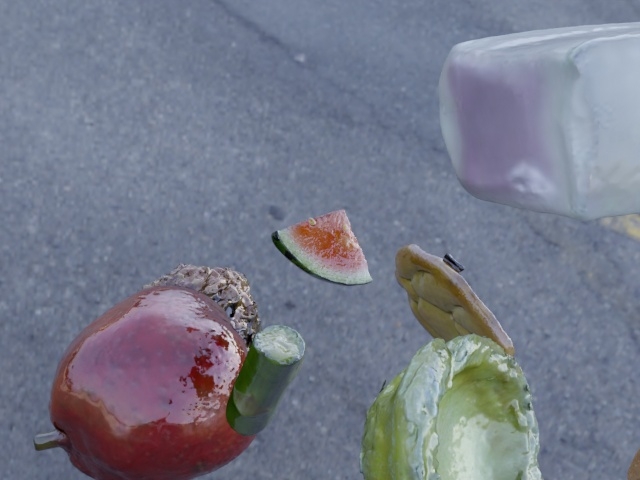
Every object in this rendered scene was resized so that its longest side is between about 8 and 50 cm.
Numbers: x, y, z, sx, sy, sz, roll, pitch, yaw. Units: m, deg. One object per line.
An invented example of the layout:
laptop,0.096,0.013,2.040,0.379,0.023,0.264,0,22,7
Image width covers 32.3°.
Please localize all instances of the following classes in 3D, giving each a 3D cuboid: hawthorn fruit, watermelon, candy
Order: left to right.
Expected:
hawthorn fruit,-0.232,0.203,1.459,0.307,0.265,0.265,-20,48,-19
watermelon,0.000,0.000,1.383,0.135,0.094,0.125,20,20,-45
candy,0.304,-0.112,0.935,0.359,0.145,0.208,-8,12,-17

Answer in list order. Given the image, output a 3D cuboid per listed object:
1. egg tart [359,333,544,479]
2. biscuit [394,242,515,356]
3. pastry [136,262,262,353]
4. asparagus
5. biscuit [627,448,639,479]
egg tart,0.096,0.162,0.800,0.078,0.197,0.197,-13,19,38
biscuit,0.194,0.106,1.642,0.041,0.203,0.260,-31,40,-20
pastry,-0.186,0.170,1.706,0.275,0.274,0.193,-19,36,-37
asparagus,-0.062,0.151,1.205,0.067,0.277,0.060,-29,74,-24
biscuit,0.595,0.383,1.787,0.047,0.216,0.339,27,9,-6
